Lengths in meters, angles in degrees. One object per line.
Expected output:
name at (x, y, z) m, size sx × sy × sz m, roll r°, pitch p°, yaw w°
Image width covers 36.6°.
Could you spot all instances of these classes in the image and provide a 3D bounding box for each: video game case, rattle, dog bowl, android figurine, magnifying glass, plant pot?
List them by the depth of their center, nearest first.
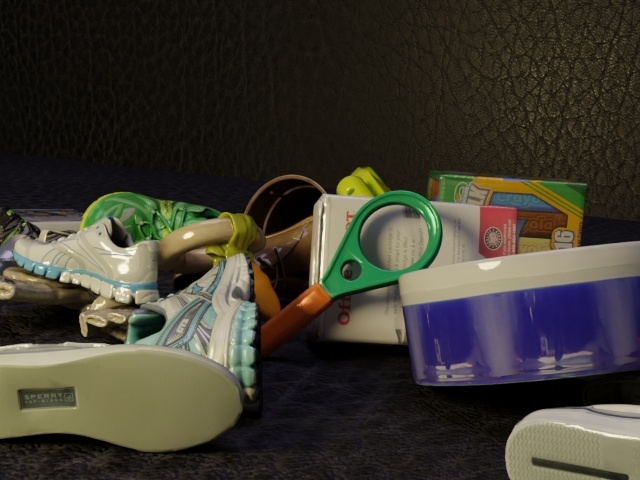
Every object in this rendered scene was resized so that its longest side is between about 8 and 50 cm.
dog bowl at (0.209, 0.067, 0.895) m, size 0.265 × 0.104 × 0.265 m, roll -7°, pitch -5°, yaw -1°
magnifying glass at (0.025, 0.038, 0.989) m, size 0.092 × 0.231 × 0.026 m, roll 51°, pitch -1°, yaw 19°
rattle at (-0.153, 0.056, 1.131) m, size 0.199 × 0.143 × 0.130 m, roll -20°, pitch -1°, yaw 6°
android figurine at (0.128, 0.002, 1.330) m, size 0.248 × 0.056 × 0.273 m, roll 36°, pitch 15°, yaw -37°
plant pot at (0.000, 0.000, 1.386) m, size 0.167 × 0.167 × 0.165 m, roll 10°, pitch 1°, yaw 34°
video game case at (-0.522, -0.036, 1.810) m, size 0.201 × 0.023 × 0.183 m, roll -2°, pitch 10°, yaw -36°

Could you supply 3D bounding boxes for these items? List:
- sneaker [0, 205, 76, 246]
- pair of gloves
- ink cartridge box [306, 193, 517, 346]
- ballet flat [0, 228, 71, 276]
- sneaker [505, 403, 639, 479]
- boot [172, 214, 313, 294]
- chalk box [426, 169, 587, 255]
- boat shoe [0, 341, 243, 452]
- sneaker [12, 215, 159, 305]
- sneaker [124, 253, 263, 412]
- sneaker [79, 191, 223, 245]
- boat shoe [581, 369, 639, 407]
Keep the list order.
sneaker at (-0.457, -0.011, 1.441) m, size 0.188 × 0.078 × 0.067 m, roll 5°, pitch 8°, yaw -1°
pair of gloves at (-0.243, 0.074, 1.057) m, size 0.240 × 0.042 × 0.204 m, roll 13°, pitch 3°, yaw 12°
ink cartridge box at (0.097, 0.038, 1.064) m, size 0.218 × 0.158 × 0.092 m, roll 4°, pitch -7°, yaw -8°
ballet flat at (-0.386, 0.020, 1.295) m, size 0.072 × 0.068 × 0.213 m, roll 9°, pitch 9°, yaw 33°
sneaker at (0.249, 0.147, 0.616) m, size 0.258 × 0.094 × 0.091 m, roll 10°, pitch 14°, yaw 40°
boot at (-0.044, 0.037, 1.228) m, size 0.305 × 0.112 × 0.115 m, roll -8°, pitch 16°, yaw 20°
chalk box at (0.251, -0.019, 1.534) m, size 0.289 × 0.179 × 0.180 m, roll 5°, pitch 7°, yaw -1°
boat shoe at (-0.170, 0.107, 0.728) m, size 0.227 × 0.079 × 0.081 m, roll 1°, pitch 12°, yaw -1°
sneaker at (-0.249, 0.010, 1.049) m, size 0.190 × 0.083 × 0.071 m, roll 13°, pitch 5°, yaw 22°
sneaker at (-0.121, 0.075, 0.900) m, size 0.122 × 0.110 × 0.283 m, roll 0°, pitch 8°, yaw -7°
sneaker at (-0.240, -0.019, 1.513) m, size 0.295 × 0.109 × 0.123 m, roll -2°, pitch 6°, yaw -43°
boat shoe at (0.285, 0.143, 0.754) m, size 0.073 × 0.080 × 0.223 m, roll -5°, pitch 4°, yaw -16°
